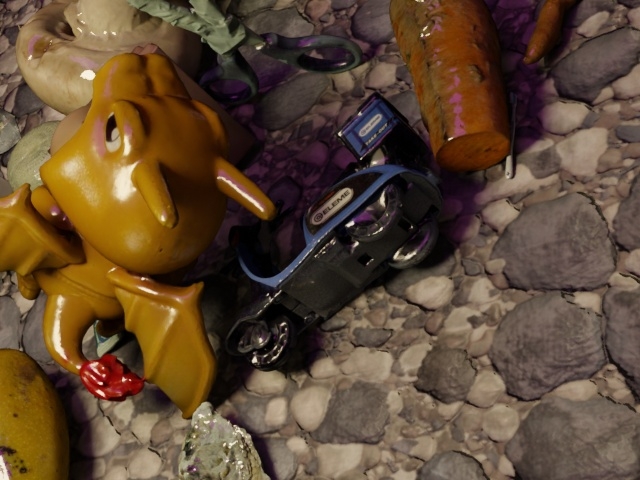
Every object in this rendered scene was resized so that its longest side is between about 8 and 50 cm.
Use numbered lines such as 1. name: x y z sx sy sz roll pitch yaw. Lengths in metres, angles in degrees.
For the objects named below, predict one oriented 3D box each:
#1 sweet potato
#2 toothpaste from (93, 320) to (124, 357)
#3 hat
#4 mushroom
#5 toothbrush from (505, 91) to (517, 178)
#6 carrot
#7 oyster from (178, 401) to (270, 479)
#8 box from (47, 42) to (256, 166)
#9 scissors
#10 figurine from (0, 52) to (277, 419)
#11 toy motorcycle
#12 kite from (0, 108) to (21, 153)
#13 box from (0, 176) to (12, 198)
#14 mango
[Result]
1. sweet potato: 0.304 -0.292 1.728 0.044 0.044 0.179 11 59 40
2. toothpaste: -0.309 0.076 1.886 0.057 0.035 0.197 -41 44 25
3. hat: -0.398 -0.106 2.014 0.257 0.130 0.257 -19 50 24
4. mushroom: -0.325 -0.332 2.001 0.292 0.290 0.292 -3 39 3
5. toothbrush: 0.241 -0.132 1.673 0.011 0.013 0.131 -14 54 33
6. carrot: 0.174 -0.229 1.716 0.139 0.139 0.302 -24 57 18
7. oyster: -0.124 0.282 1.587 0.125 0.064 0.177 -43 46 -6
8. box: -0.239 -0.133 1.861 0.215 0.215 0.086 -52 31 -7
9. scissors: -0.125 -0.280 1.786 0.256 0.383 0.029 -13 69 24
10. figurine: -0.234 0.001 1.658 0.387 0.401 0.268 -52 -2 38
11. toy motorcycle: 0.000 0.000 1.663 0.358 0.125 0.212 -43 45 9
12. kite: -0.614 -0.130 2.264 0.245 0.015 0.141 -45 42 -3
13. box: -0.584 0.007 2.082 0.233 0.067 0.149 -31 43 26
14. mango: -0.412 0.285 1.713 0.176 0.176 0.329 -3 39 -18
